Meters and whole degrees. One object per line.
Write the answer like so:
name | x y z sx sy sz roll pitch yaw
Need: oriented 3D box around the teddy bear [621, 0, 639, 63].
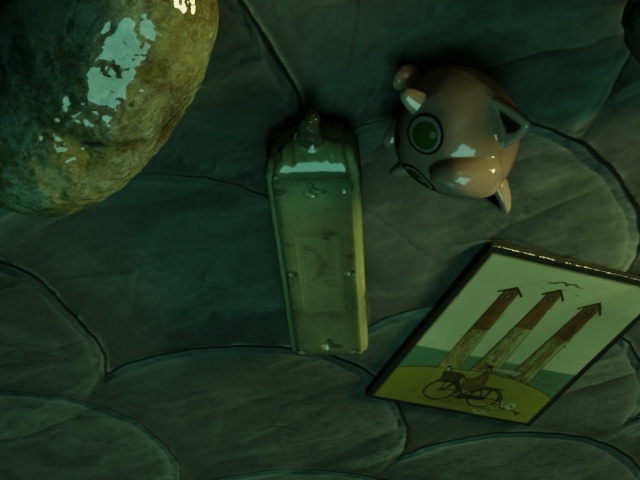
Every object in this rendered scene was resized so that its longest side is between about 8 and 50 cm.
teddy bear | 0.352 -0.146 0.992 0.251 0.171 0.144 16 158 -34

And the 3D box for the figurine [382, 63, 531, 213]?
figurine | 0.122 -0.094 1.079 0.138 0.125 0.125 36 153 22

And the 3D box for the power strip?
power strip | 0.000 0.000 1.235 0.092 0.066 0.388 -3 143 1

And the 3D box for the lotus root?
lotus root | -0.187 -0.142 0.960 0.175 0.175 0.349 21 131 -27

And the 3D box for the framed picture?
framed picture | 0.229 0.123 1.442 0.244 0.013 0.324 12 138 -20
